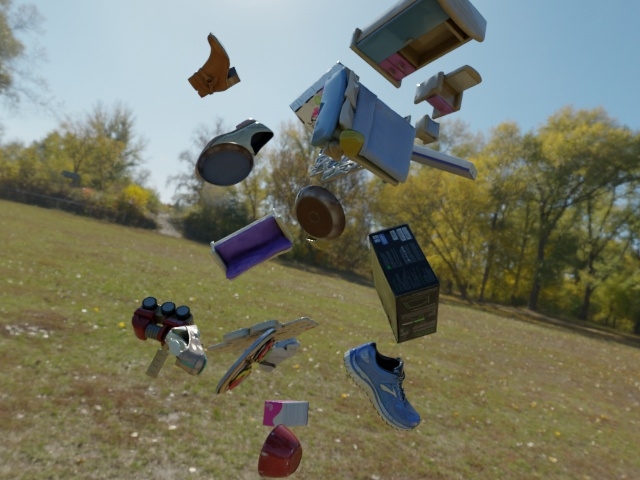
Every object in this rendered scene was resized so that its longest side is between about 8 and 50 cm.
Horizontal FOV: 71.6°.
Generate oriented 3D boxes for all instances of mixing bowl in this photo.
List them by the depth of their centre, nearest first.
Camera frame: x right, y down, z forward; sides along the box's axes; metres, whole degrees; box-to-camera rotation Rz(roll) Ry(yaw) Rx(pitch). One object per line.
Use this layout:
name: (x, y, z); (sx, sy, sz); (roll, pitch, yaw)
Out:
mixing bowl: (-0.126, 0.747, 1.544); (0.098, 0.181, 0.181); (11, -2, 25)

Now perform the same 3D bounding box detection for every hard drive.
hard drive: (0.447, -0.318, 1.751); (0.319, 0.040, 0.210); (24, 8, 24)

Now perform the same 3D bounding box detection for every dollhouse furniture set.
dollhouse furniture set: (0.175, -0.232, 0.775); (0.287, 0.303, 0.198); (27, -23, -32)

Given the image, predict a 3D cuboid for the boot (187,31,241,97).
boot: (-0.355, -0.546, 1.409); (0.153, 0.072, 0.197); (-23, -36, 2)

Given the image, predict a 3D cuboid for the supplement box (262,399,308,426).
supplement box: (-0.161, 0.820, 2.107); (0.111, 0.113, 0.220); (-6, -18, 30)

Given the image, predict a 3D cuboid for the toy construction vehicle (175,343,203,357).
toy construction vehicle: (-0.521, 0.443, 1.775); (0.098, 0.085, 0.035); (25, -24, -25)

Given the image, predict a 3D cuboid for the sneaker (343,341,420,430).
sneaker: (0.220, 0.456, 1.397); (0.330, 0.147, 0.129); (52, 13, -10)

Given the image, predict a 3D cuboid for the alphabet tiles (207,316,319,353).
alphabet tiles: (-0.149, 0.256, 1.205); (0.278, 0.021, 0.284); (-18, -19, 6)

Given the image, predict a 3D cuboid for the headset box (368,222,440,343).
headset box: (0.251, 0.138, 1.354); (0.132, 0.246, 0.283); (-16, -41, -2)

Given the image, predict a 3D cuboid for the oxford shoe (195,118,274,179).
oxford shoe: (-0.373, -0.397, 1.940); (0.147, 0.397, 0.140); (28, -26, 33)

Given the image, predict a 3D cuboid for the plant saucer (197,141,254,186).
plant saucer: (-0.284, -0.224, 1.336); (0.169, 0.168, 0.029); (12, -31, 6)

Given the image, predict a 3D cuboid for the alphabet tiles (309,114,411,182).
alphabet tiles: (0.129, -0.305, 1.449); (0.343, 0.285, 0.011); (-15, -53, 28)

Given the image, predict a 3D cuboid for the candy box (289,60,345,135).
candy box: (0.034, -0.399, 1.329); (0.165, 0.196, 0.070); (43, 11, -37)

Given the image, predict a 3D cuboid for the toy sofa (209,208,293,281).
toy sofa: (-0.318, 0.020, 2.055); (0.150, 0.363, 0.177); (63, -1, -31)

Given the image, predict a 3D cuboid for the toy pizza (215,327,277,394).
toy pizza: (-0.164, 0.287, 1.037); (0.032, 0.201, 0.201); (40, 3, 10)

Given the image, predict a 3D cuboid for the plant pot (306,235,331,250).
plant pot: (0.000, 0.000, 2.064); (0.082, 0.081, 0.083); (17, -30, 53)

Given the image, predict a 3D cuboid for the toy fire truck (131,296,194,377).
toy fire truck: (-0.631, 0.372, 1.706); (0.217, 0.158, 0.246); (14, 41, 6)

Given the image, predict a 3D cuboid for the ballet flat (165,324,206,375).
ballet flat: (-0.452, 0.339, 1.466); (0.106, 0.107, 0.316); (30, -6, -26)

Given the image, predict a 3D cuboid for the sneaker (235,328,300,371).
sneaker: (-0.229, 0.456, 1.998); (0.137, 0.210, 0.365); (58, -2, 39)

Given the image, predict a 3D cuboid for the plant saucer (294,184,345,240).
plant saucer: (-0.012, -0.079, 1.431); (0.199, 0.198, 0.036); (11, 33, 35)
